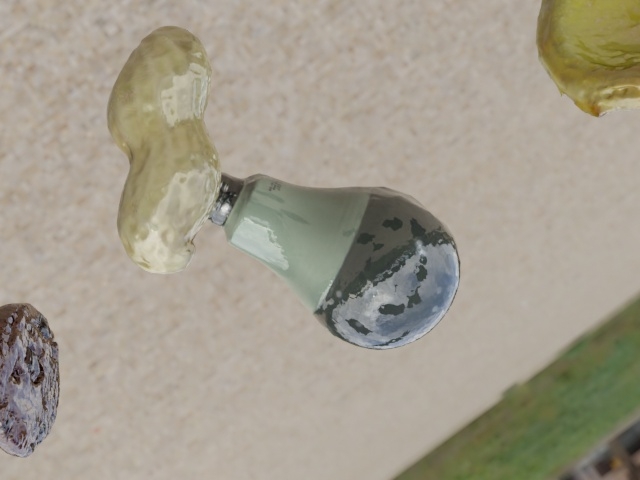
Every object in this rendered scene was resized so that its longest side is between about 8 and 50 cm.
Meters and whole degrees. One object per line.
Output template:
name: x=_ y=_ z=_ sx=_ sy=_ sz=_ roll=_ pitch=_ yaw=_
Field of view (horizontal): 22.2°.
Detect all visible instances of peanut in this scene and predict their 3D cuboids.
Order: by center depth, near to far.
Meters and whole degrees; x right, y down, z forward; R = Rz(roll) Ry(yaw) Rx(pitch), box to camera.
peanut: x=-0.116 y=-0.068 z=1.216 sx=0.082 sy=0.187 sz=0.082 roll=-5 pitch=174 yaw=-1

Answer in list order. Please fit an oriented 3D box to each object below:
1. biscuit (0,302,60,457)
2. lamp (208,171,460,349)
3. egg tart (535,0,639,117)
biscuit: x=-0.355 y=0.165 z=1.926 sx=0.049 sy=0.192 sz=0.192 roll=-2 pitch=180 yaw=18
lamp: x=0.009 y=-0.003 z=1.828 sx=0.182 sy=0.314 sz=0.182 roll=-56 pitch=169 yaw=-16
egg tart: x=0.373 y=-0.228 z=1.686 sx=0.315 sy=0.315 sz=0.120 roll=-36 pitch=128 yaw=0
